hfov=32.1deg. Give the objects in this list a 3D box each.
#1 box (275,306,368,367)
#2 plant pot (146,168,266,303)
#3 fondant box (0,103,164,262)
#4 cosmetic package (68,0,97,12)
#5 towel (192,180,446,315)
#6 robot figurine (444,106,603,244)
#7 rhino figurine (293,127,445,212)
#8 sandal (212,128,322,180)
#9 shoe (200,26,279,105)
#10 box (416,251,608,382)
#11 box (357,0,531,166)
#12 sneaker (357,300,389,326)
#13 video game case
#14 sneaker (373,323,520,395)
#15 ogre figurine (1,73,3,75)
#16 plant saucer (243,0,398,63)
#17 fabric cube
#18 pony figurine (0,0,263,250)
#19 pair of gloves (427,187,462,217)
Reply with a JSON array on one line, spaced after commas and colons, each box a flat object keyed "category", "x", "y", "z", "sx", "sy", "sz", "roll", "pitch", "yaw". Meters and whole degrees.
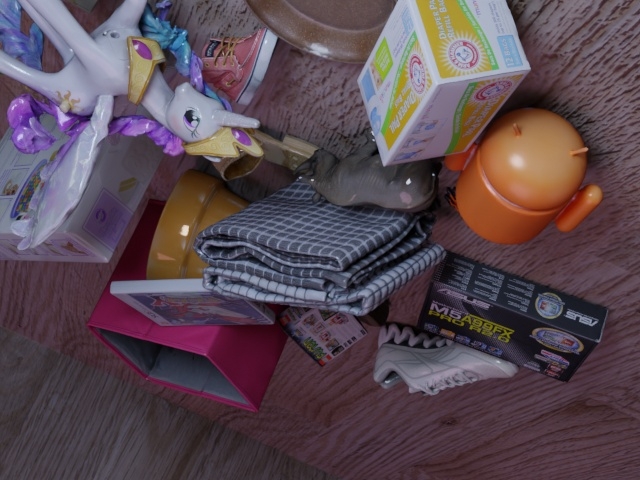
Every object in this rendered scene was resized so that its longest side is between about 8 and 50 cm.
[{"category": "box", "x": 0.006, "y": 0.155, "z": 2.023, "sx": 0.036, "sy": 0.114, "sz": 0.207, "roll": 55, "pitch": -179, "yaw": 31}, {"category": "plant pot", "x": -0.149, "y": 0.012, "z": 1.757, "sx": 0.188, "sy": 0.205, "sz": 0.205, "roll": 19, "pitch": 157, "yaw": 5}, {"category": "fondant box", "x": -0.406, "y": -0.089, "z": 1.726, "sx": 0.330, "sy": 0.238, "sz": 0.096, "roll": 0, "pitch": 147, "yaw": 44}, {"category": "cosmetic package", "x": -0.282, "y": -0.326, "z": 1.341, "sx": 0.060, "sy": 0.041, "sz": 0.115, "roll": 28, "pitch": 157, "yaw": -14}, {"category": "towel", "x": 0.000, "y": 0.000, "z": 1.545, "sx": 0.284, "sy": 0.235, "sz": 0.121, "roll": 7, "pitch": 114, "yaw": 37}, {"category": "robot figurine", "x": 0.236, "y": -0.074, "z": 1.307, "sx": 0.158, "sy": 0.128, "sz": 0.219, "roll": 60, "pitch": 163, "yaw": 14}, {"category": "rhino figurine", "x": 0.058, "y": -0.089, "z": 1.464, "sx": 0.243, "sy": 0.106, "sz": 0.073, "roll": 5, "pitch": 151, "yaw": 36}, {"category": "sandal", "x": -0.113, "y": -0.120, "z": 1.590, "sx": 0.240, "sy": 0.079, "sz": 0.088, "roll": 17, "pitch": 156, "yaw": 14}, {"category": "shoe", "x": -0.106, "y": -0.225, "z": 1.372, "sx": 0.081, "sy": 0.063, "sz": 0.178, "roll": 23, "pitch": 161, "yaw": -8}, {"category": "box", "x": 0.297, "y": 0.126, "z": 1.774, "sx": 0.270, "sy": 0.060, "sz": 0.216, "roll": 20, "pitch": 158, "yaw": 6}, {"category": "box", "x": 0.123, "y": -0.173, "z": 1.165, "sx": 0.103, "sy": 0.114, "sz": 0.203, "roll": -11, "pitch": 163, "yaw": -16}, {"category": "sneaker", "x": 0.060, "y": 0.096, "z": 1.923, "sx": 0.071, "sy": 0.066, "sz": 0.188, "roll": 14, "pitch": 155, "yaw": 28}, {"category": "video game case", "x": -0.193, "y": 0.097, "z": 1.712, "sx": 0.201, "sy": 0.023, "sz": 0.183, "roll": -3, "pitch": 159, "yaw": 17}, {"category": "sneaker", "x": 0.222, "y": 0.229, "z": 2.004, "sx": 0.292, "sy": 0.118, "sz": 0.110, "roll": 1, "pitch": 147, "yaw": 39}, {"category": "ogre figurine", "x": -0.585, "y": -0.243, "z": 1.708, "sx": 0.197, "sy": 0.118, "sz": 0.097, "roll": 20, "pitch": 157, "yaw": 6}, {"category": "plant saucer", "x": 0.005, "y": -0.268, "z": 1.210, "sx": 0.199, "sy": 0.036, "sz": 0.198, "roll": 20, "pitch": 158, "yaw": 8}, {"category": "fabric cube", "x": -0.210, "y": 0.115, "z": 1.971, "sx": 0.259, "sy": 0.258, "sz": 0.254, "roll": 11, "pitch": 156, "yaw": 25}, {"category": "pony figurine", "x": -0.277, "y": -0.181, "z": 1.325, "sx": 0.363, "sy": 0.302, "sz": 0.351, "roll": 44, "pitch": 141, "yaw": -21}, {"category": "pair of gloves", "x": 0.171, "y": -0.055, "z": 1.557, "sx": 0.083, "sy": 0.010, "sz": 0.074, "roll": 12, "pitch": 155, "yaw": 26}]
